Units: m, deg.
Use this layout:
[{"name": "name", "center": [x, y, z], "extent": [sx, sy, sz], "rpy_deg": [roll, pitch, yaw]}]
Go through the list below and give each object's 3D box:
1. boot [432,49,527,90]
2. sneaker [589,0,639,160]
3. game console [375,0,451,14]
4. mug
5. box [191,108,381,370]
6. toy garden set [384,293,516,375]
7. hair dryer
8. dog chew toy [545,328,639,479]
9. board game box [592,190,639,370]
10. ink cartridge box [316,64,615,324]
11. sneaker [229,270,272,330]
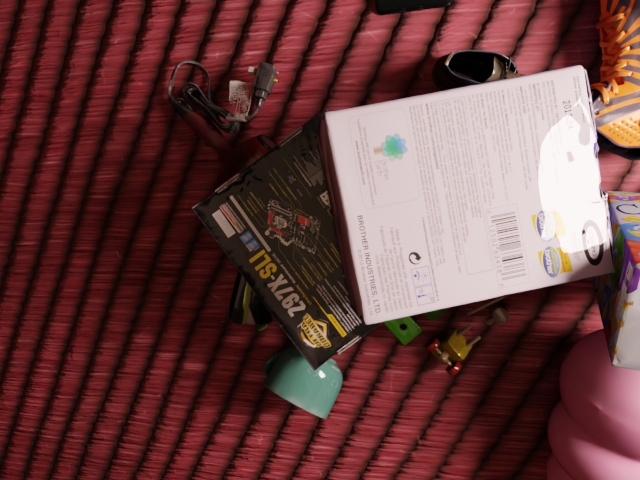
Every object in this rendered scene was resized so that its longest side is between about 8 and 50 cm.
[{"name": "boot", "center": [0.278, -0.233, 0.730], "extent": [0.219, 0.106, 0.082], "rpy_deg": [21, 104, 7]}, {"name": "sneaker", "center": [0.432, -0.262, 0.685], "extent": [0.180, 0.124, 0.321], "rpy_deg": [-29, 94, 14]}, {"name": "game console", "center": [0.147, -0.438, 0.765], "extent": [0.122, 0.071, 0.107], "rpy_deg": [-3, 70, 11]}, {"name": "mug", "center": [-0.036, 0.245, 0.873], "extent": [0.157, 0.129, 0.097], "rpy_deg": [25, 76, 15]}, {"name": "box", "center": [0.000, 0.000, 0.752], "extent": [0.257, 0.079, 0.322], "rpy_deg": [-37, 95, 4]}, {"name": "toy garden set", "center": [0.235, 0.098, 0.835], "extent": [0.244, 0.049, 0.204], "rpy_deg": [-43, 89, 15]}, {"name": "hair dryer", "center": [-0.172, -0.172, 0.863], "extent": [0.223, 0.080, 0.294], "rpy_deg": [8, 97, 26]}, {"name": "dog chew toy", "center": [0.467, 0.308, 0.758], "extent": [0.206, 0.206, 0.332], "rpy_deg": [13, 111, 8]}, {"name": "board game box", "center": [0.465, 0.043, 0.637], "extent": [0.144, 0.275, 0.142], "rpy_deg": [6, 115, 21]}, {"name": "ink cartridge box", "center": [0.214, -0.063, 0.643], "extent": [0.395, 0.151, 0.270], "rpy_deg": [-11, 95, -2]}, {"name": "sneaker", "center": [-0.102, 0.056, 0.890], "extent": [0.097, 0.084, 0.235], "rpy_deg": [12, 105, -16]}]
